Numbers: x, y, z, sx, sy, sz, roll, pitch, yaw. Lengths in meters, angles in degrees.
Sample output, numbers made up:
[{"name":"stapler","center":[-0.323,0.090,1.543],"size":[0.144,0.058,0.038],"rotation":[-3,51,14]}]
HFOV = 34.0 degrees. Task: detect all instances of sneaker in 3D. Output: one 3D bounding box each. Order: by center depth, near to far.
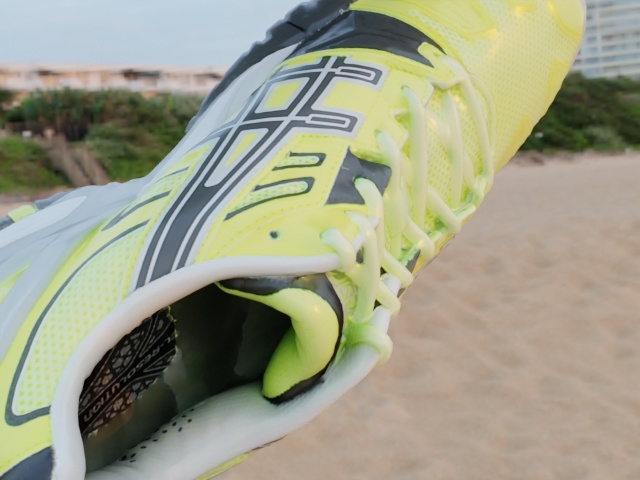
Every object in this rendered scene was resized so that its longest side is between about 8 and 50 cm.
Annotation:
[{"name":"sneaker","center":[0.000,0.000,0.452],"size":[0.384,0.145,0.147],"rotation":[-41,36,-21]}]
